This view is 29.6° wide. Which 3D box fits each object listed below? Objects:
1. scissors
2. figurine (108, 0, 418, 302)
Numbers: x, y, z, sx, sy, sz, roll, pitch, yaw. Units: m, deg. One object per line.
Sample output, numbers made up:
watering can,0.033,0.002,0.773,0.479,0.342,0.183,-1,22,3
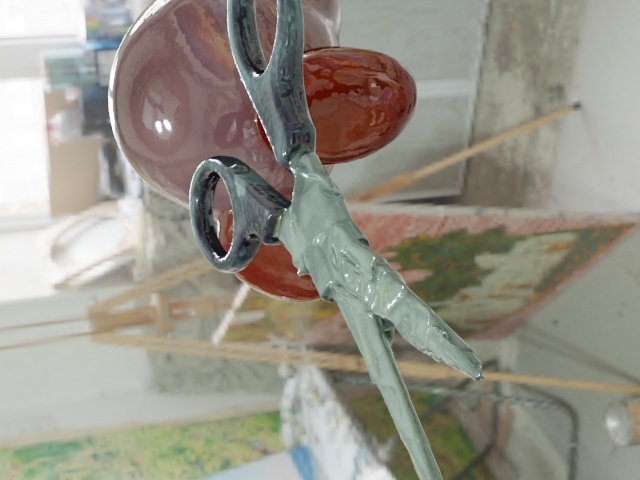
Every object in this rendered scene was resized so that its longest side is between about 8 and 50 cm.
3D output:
scissors,0.000,0.000,0.764,0.383,0.029,0.256,57,142,43
figurine,-0.077,-0.119,1.072,0.261,0.211,0.269,-111,34,-41
